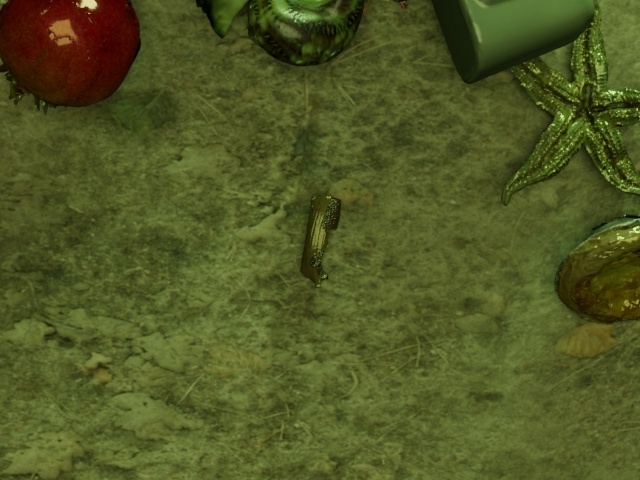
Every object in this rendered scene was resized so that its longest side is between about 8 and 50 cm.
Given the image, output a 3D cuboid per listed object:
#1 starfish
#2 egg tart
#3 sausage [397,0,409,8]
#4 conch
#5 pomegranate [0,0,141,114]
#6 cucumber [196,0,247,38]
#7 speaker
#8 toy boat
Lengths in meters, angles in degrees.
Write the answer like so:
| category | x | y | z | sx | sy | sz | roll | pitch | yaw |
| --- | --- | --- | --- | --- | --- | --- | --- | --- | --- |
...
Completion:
| category | x | y | z | sx | sy | sz | roll | pitch | yaw |
| --- | --- | --- | --- | --- | --- | --- | --- | --- | --- |
| starfish | 0.420 | -0.212 | 1.757 | 0.347 | 0.078 | 0.357 | 8 | 90 | 2 |
| egg tart | 0.469 | 0.036 | 1.757 | 0.234 | 0.094 | 0.234 | -5 | 139 | -4 |
| sausage | 0.112 | -0.420 | 1.730 | 0.050 | 0.048 | 0.145 | -2 | 120 | 21 |
| conch | -0.025 | -0.347 | 1.710 | 0.182 | 0.124 | 0.187 | 1 | 69 | 9 |
| pomegranate | -0.373 | -0.290 | 1.668 | 0.210 | 0.210 | 0.235 | 46 | 121 | -6 |
| cucumber | -0.101 | -0.460 | 1.666 | 0.105 | 0.145 | 0.325 | 27 | 100 | -38 |
| speaker | 0.236 | -0.450 | 1.649 | 0.184 | 0.183 | 0.406 | -19 | 86 | -5 |
| toy boat | 0.000 | 0.000 | 1.785 | 0.049 | 0.047 | 0.149 | 9 | 96 | -3 |
